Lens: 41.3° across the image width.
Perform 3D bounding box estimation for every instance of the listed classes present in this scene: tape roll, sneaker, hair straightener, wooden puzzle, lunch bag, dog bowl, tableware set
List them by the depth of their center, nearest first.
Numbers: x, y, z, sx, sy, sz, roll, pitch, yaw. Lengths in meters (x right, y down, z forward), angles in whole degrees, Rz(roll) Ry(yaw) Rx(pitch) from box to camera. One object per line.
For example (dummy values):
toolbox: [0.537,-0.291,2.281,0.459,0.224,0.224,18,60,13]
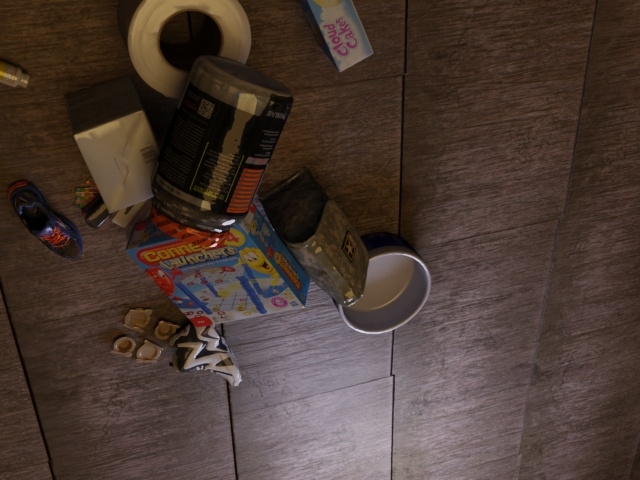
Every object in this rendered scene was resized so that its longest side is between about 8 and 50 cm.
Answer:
tape roll: [-0.277,-0.428,1.716,0.246,0.169,0.246,-10,124,-16]
sneaker: [-0.613,-0.029,1.892,0.083,0.087,0.221,-36,127,4]
hair straightener: [-0.433,-0.104,1.908,0.230,0.089,0.047,-37,128,0]
wooden puzzle: [-0.531,-0.099,1.929,0.049,0.006,0.083,-3,122,-20]
lunch bag: [0.000,0.000,2.027,0.169,0.287,0.235,-33,126,2]
tableware set: [-0.452,0.247,2.175,0.141,0.020,0.169,21,111,-31]
sneaker: [-0.312,0.315,2.228,0.153,0.094,0.235,-27,127,-2]
dog bowl: [0.156,0.114,2.275,0.264,0.104,0.265,-10,125,-15]

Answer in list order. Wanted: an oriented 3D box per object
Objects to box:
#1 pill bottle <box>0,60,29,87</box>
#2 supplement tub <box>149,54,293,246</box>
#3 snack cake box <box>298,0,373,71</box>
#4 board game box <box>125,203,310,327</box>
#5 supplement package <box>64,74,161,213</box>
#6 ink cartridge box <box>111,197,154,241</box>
pill bottle: [-0.633,-0.336,1.713,0.083,0.043,0.043,17,113,-30]
supplement tub: [-0.203,-0.171,1.662,0.207,0.207,0.338,15,109,-29]
snack cake box: [0.006,-0.507,1.787,0.089,0.152,0.264,-30,126,-1]
board game box: [-0.229,0.057,1.936,0.308,0.086,0.302,-13,134,25]
supplement package: [-0.422,-0.206,1.780,0.149,0.203,0.194,-21,127,-8]
ink cartridge box: [-0.385,-0.028,1.997,0.181,0.061,0.104,30,108,-34]
